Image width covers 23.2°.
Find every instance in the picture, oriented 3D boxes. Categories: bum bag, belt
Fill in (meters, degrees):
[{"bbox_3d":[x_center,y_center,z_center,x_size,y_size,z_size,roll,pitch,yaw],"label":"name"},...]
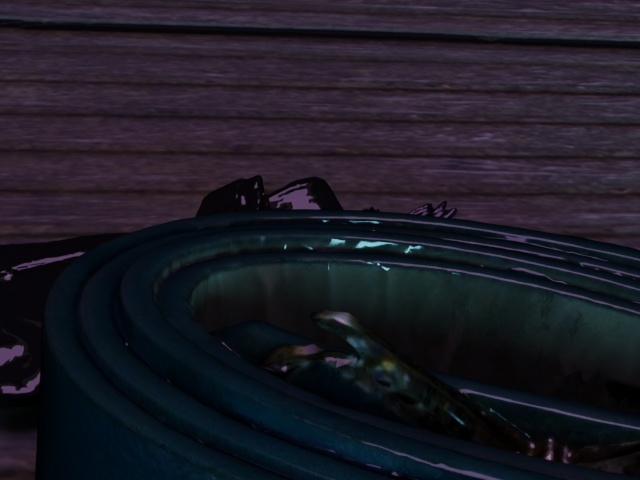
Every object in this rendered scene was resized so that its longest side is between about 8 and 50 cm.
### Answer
[{"bbox_3d":[-0.087,0.032,0.880,0.248,0.060,0.123,-13,52,-13],"label":"bum bag"},{"bbox_3d":[0.085,0.110,0.685,0.437,0.173,0.300,15,26,12],"label":"belt"}]

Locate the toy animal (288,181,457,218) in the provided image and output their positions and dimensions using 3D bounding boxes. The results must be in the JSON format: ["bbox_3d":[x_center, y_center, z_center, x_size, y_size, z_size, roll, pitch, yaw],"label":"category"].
[{"bbox_3d":[0.000,0.000,1.005,0.220,0.062,0.108,-8,15,-25],"label":"toy animal"}]
